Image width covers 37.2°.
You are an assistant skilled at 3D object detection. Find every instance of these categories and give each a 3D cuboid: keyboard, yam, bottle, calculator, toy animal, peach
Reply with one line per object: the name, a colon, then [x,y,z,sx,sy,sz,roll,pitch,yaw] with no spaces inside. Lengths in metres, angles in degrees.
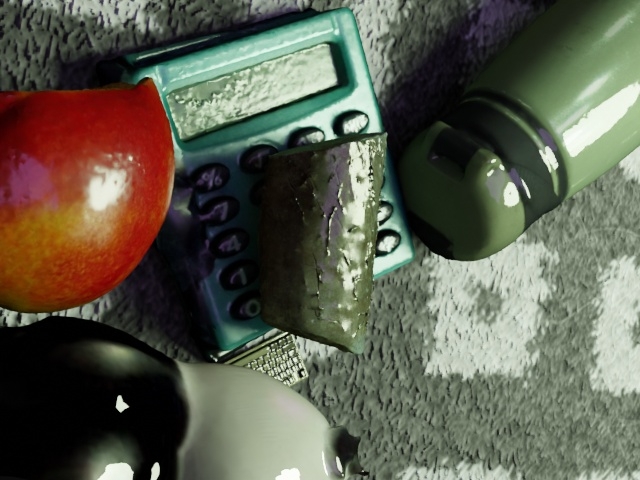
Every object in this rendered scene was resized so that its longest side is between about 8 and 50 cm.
keyboard: [-0.070,0.127,0.843,0.129,0.015,0.049,-24,104,-29]
yam: [0.000,0.000,0.768,0.107,0.107,0.183,1,94,-32]
bottle: [0.221,-0.119,0.932,0.347,0.168,0.168,-40,111,-20]
calculator: [-0.042,-0.053,0.829,0.248,0.058,0.274,-24,105,-28]
toy animal: [-0.131,0.178,0.675,0.310,0.251,0.251,5,89,-33]
peach: [-0.197,-0.050,0.656,0.190,0.190,0.192,32,74,-29]
